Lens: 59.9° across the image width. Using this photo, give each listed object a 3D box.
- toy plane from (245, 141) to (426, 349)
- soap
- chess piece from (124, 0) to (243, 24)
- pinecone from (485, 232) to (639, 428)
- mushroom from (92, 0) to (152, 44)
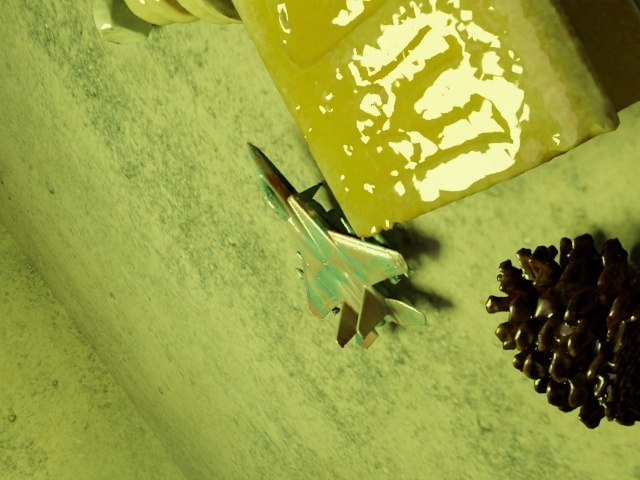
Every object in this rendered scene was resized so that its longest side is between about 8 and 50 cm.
[{"bbox_3d":[0.005,-0.003,0.748,0.326,0.104,0.223,59,142,5],"label":"toy plane"},{"bbox_3d":[0.082,-0.195,0.491,0.293,0.156,0.335,-20,99,56],"label":"soap"},{"bbox_3d":[-0.170,-0.337,0.696,0.261,0.142,0.143,18,128,48],"label":"chess piece"},{"bbox_3d":[0.233,0.069,0.508,0.165,0.163,0.163,36,141,54],"label":"pinecone"},{"bbox_3d":[-0.313,-0.412,0.828,0.081,0.092,0.223,18,122,61],"label":"mushroom"}]
